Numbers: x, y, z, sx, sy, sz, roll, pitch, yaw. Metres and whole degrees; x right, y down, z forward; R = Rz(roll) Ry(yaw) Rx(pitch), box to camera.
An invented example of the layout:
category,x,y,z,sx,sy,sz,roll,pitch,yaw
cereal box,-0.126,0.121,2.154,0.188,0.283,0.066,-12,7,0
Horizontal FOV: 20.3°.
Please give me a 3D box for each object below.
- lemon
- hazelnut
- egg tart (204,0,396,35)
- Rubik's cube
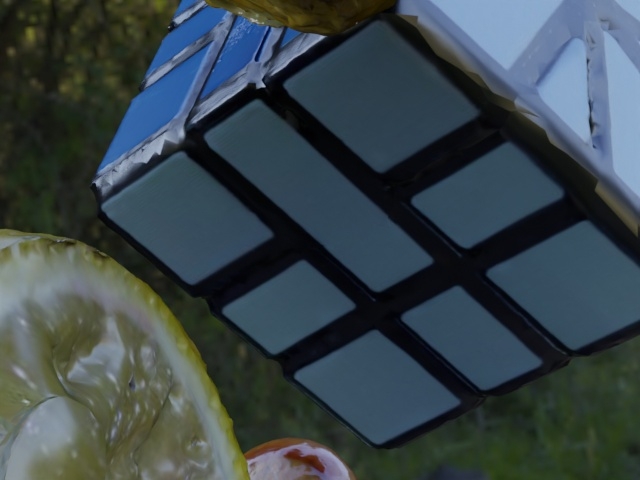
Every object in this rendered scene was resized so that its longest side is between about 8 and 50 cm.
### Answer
category,x,y,z,sx,sy,sz,roll,pitch,yaw
lemon,-0.222,0.175,0.891,0.364,0.364,0.364,-11,-4,-1
hazelnut,-0.032,0.269,1.578,0.182,0.182,0.182,-11,-4,-1
egg tart,-0.051,-0.188,0.815,0.341,0.129,0.341,28,0,0
Rubik's cube,0.069,-0.083,1.153,0.283,0.293,0.288,-34,27,39
